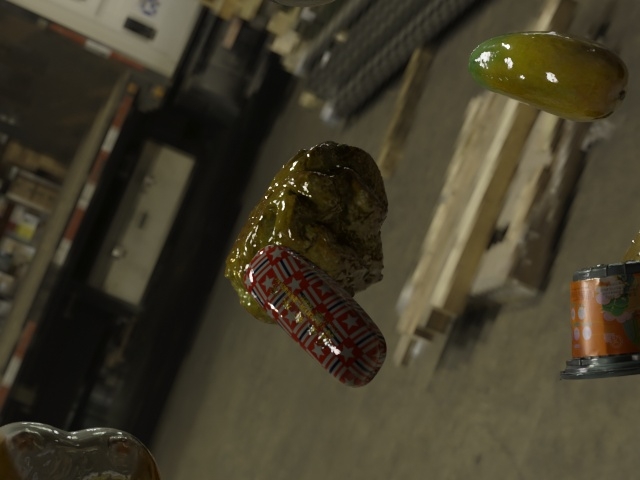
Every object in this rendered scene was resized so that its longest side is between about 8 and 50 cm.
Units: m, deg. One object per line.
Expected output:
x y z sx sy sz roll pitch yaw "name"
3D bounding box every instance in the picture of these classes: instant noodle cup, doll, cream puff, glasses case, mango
0.352 0.086 1.530 0.208 0.178 0.125 -10 83 37 "instant noodle cup"
-0.230 0.238 1.125 0.270 0.167 0.162 151 128 -64 "doll"
-0.015 -0.006 1.739 0.244 0.196 0.244 -32 -5 -3 "cream puff"
-0.008 0.074 1.439 0.194 0.049 0.073 42 108 30 "glasses case"
0.248 -0.182 1.488 0.195 0.130 0.091 15 96 37 "mango"

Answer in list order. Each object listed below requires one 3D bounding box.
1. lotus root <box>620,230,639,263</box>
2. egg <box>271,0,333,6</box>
0.486 0.063 1.909 0.169 0.152 0.342 -60 -6 -39 "lotus root"
-0.016 -0.397 1.881 0.199 0.146 0.146 -28 -7 -29 "egg"
